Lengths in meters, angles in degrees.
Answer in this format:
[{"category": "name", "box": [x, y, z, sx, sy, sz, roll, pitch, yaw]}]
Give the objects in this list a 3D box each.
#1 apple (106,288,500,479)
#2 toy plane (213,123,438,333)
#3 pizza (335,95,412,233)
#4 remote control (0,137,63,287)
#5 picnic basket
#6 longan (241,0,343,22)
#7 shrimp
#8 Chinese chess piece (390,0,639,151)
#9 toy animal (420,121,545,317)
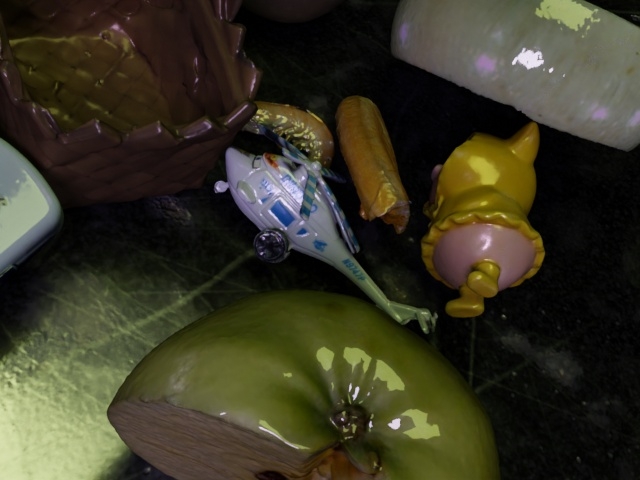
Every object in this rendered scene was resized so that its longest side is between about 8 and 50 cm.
[{"category": "apple", "box": [0.007, 0.170, 0.560, 0.233, 0.258, 0.295, -26, 69, -37]}, {"category": "toy plane", "box": [0.003, -0.002, 0.804, 0.273, 0.107, 0.182, 43, 19, -19]}, {"category": "pizza", "box": [0.059, -0.091, 0.853, 0.056, 0.134, 0.271, -21, 42, 8]}, {"category": "remote control", "box": [-0.347, 0.031, 0.590, 0.140, 0.056, 0.296, 42, 68, 3]}, {"category": "picnic basket", "box": [-0.195, -0.208, 0.706, 0.254, 0.321, 0.291, -11, 64, -33]}, {"category": "longan", "box": [-0.041, -0.379, 0.974, 0.212, 0.198, 0.198, -15, 64, -29]}, {"category": "shrimp", "box": [-0.068, -0.113, 0.875, 0.178, 0.034, 0.124, 9, 61, -20]}, {"category": "Chinese chess piece", "box": [0.261, -0.236, 0.930, 0.349, 0.146, 0.349, 20, 17, -6]}, {"category": "toy animal", "box": [0.184, -0.022, 0.842, 0.156, 0.156, 0.229, 24, 54, -6]}]
